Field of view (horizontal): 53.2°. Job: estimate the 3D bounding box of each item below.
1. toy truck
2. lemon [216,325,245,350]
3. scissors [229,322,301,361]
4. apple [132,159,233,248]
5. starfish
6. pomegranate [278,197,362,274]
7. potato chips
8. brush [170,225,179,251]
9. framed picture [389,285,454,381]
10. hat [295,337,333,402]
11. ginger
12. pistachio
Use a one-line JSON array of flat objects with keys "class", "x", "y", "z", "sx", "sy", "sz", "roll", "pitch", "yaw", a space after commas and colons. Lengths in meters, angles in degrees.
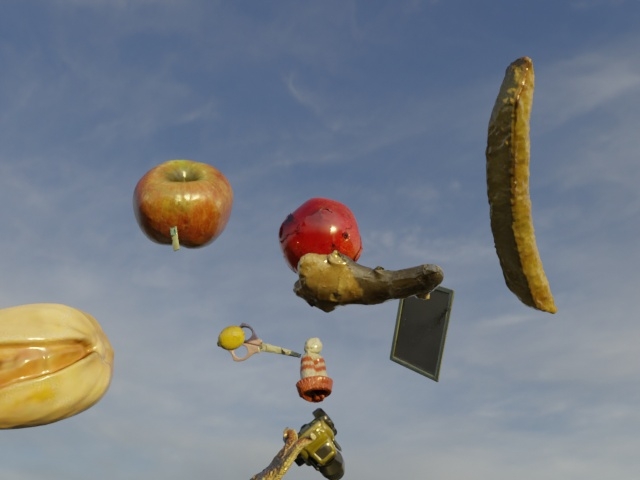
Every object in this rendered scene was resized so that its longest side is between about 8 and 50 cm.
[{"class": "toy truck", "x": 0.000, "y": 0.579, "z": 1.768, "sx": 0.147, "sy": 0.165, "sz": 0.224, "roll": -37, "pitch": -25, "yaw": -15}, {"class": "lemon", "x": -0.227, "y": 0.248, "z": 1.618, "sx": 0.083, "sy": 0.062, "sz": 0.062, "roll": -24, "pitch": -38, "yaw": 13}, {"class": "scissors", "x": -0.157, "y": 0.303, "z": 1.803, "sx": 0.212, "sy": 0.110, "sz": 0.021, "roll": 11, "pitch": -12, "yaw": 12}, {"class": "apple", "x": -0.391, "y": -0.089, "z": 1.835, "sx": 0.277, "sy": 0.309, "sz": 0.250, "roll": 26, "pitch": -59, "yaw": 23}, {"class": "starfish", "x": -0.102, "y": 0.411, "z": 1.058, "sx": 0.048, "sy": 0.295, "sz": 0.231, "roll": 39, "pitch": 2, "yaw": 5}, {"class": "pomegranate", "x": 0.000, "y": 0.000, "z": 1.579, "sx": 0.210, "sy": 0.210, "sz": 0.235, "roll": 3, "pitch": -6, "yaw": -2}, {"class": "potato chips", "x": 0.291, "y": -0.060, "z": 0.949, "sx": 0.080, "sy": 0.057, "sz": 0.407, "roll": -24, "pitch": -66, "yaw": -25}, {"class": "brush", "x": -0.352, "y": -0.006, "z": 1.540, "sx": 0.016, "sy": 0.084, "sz": 0.013, "roll": -25, "pitch": -44, "yaw": 4}, {"class": "framed picture", "x": 0.326, "y": 0.277, "z": 2.054, "sx": 0.019, "sy": 0.296, "sz": 0.232, "roll": 5, "pitch": 7, "yaw": -36}, {"class": "hat", "x": -0.021, "y": 0.340, "z": 1.711, "sx": 0.093, "sy": 0.162, "sz": 0.112, "roll": -19, "pitch": -33, "yaw": 12}, {"class": "ginger", "x": 0.084, "y": 0.069, "z": 1.169, "sx": 0.294, "sy": 0.086, "sz": 0.131, "roll": -7, "pitch": -64, "yaw": 27}, {"class": "pistachio", "x": -0.520, "y": 0.227, "z": 1.154, "sx": 0.308, "sy": 0.230, "sz": 0.230, "roll": -7, "pitch": -21, "yaw": -39}]
